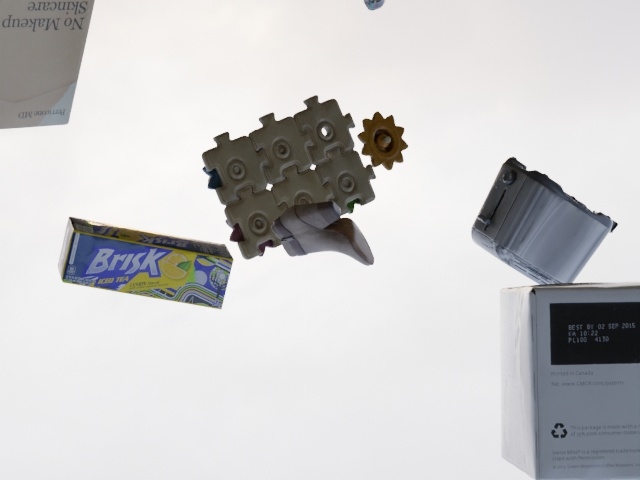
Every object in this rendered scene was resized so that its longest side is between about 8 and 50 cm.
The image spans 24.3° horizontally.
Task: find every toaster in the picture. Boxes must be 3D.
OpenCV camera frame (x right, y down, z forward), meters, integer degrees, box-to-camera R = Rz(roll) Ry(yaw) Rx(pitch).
[{"bbox_3d":[0.339,-0.016,2.276,0.146,0.227,0.129,-58,-146,5],"label":"toaster"}]

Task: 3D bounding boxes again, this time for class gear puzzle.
[{"bbox_3d":[-0.014,-0.107,2.077,0.339,0.175,0.044,-26,-174,-32],"label":"gear puzzle"}]

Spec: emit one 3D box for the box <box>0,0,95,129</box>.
[{"bbox_3d":[-0.341,-0.288,1.671,0.148,0.311,0.121,-10,-142,-39],"label":"box"}]

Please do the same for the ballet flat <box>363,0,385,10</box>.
[{"bbox_3d":[0.089,-0.380,2.235,0.041,0.041,0.114,-3,-145,24],"label":"ballet flat"}]

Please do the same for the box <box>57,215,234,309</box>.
[{"bbox_3d":[-0.179,0.023,1.513,0.169,0.059,0.054,11,-167,-17],"label":"box"}]

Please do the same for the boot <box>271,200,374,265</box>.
[{"bbox_3d":[0.000,0.000,1.798,0.087,0.118,0.042,-24,-151,23],"label":"boot"}]

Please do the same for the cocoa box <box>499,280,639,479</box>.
[{"bbox_3d":[0.403,0.165,1.797,0.347,0.231,0.228,-1,178,-4],"label":"cocoa box"}]
